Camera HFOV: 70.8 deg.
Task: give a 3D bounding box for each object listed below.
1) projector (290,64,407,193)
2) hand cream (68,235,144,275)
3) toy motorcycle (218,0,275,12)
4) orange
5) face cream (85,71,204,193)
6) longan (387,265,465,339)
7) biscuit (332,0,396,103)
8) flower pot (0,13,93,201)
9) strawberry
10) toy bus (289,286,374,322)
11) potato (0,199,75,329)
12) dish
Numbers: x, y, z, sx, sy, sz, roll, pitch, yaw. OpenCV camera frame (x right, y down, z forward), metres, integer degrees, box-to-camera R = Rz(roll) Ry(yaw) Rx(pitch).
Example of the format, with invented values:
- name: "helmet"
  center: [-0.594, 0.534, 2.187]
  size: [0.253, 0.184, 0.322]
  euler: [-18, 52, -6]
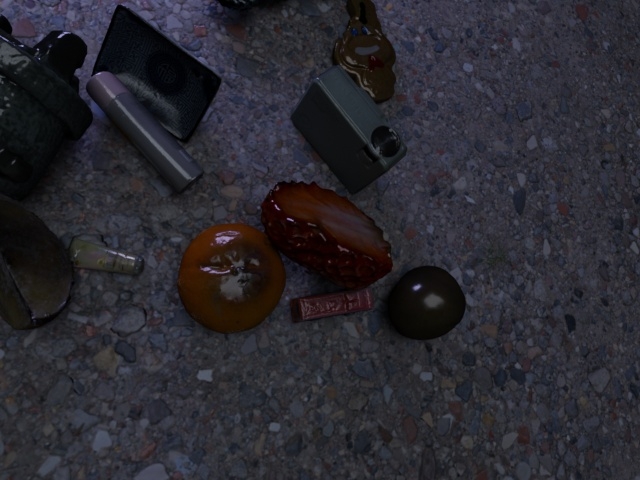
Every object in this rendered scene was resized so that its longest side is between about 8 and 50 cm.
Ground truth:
- name: "projector"
  center: [0.066, -0.256, 1.058]
  size: [0.099, 0.192, 0.257]
  euler: [-41, 94, -23]
- name: "hand cream"
  center: [-0.423, 0.035, 0.889]
  size: [0.143, 0.039, 0.061]
  euler: [13, 76, -13]
- name: "toy motorcycle"
  center: [-0.115, -0.711, 1.104]
  size: [0.410, 0.168, 0.237]
  euler: [-34, 90, -24]
- name: "orange"
  center: [-0.175, 0.072, 0.902]
  size: [0.224, 0.170, 0.224]
  euler: [5, 76, -22]
- name: "face cream"
  center: [-0.358, -0.220, 0.931]
  size: [0.073, 0.107, 0.269]
  euler: [-41, 101, -4]
- name: "longan"
  center: [0.248, 0.147, 1.060]
  size: [0.189, 0.189, 0.189]
  euler: [5, 76, -20]
- name: "biscuit"
  center: [0.121, -0.527, 1.223]
  size: [0.183, 0.047, 0.320]
  euler: [7, 74, -23]
- name: "flower pot"
  center: [-0.550, -0.249, 0.759]
  size: [0.299, 0.299, 0.283]
  euler: [31, 73, -12]
- name: "strawberry"
  center: [0.000, 0.000, 0.949]
  size: [0.336, 0.149, 0.265]
  euler: [17, 32, -43]
- name: "toy bus"
  center: [0.030, 0.145, 1.016]
  size: [0.192, 0.077, 0.065]
  euler: [-6, 83, -22]
- name: "potato"
  center: [-0.539, 0.056, 0.825]
  size: [0.261, 0.100, 0.120]
  euler: [57, 26, 14]
- name: "dish"
  center: [-0.339, -0.355, 0.966]
  size: [0.243, 0.182, 0.080]
  euler: [34, 31, -12]
